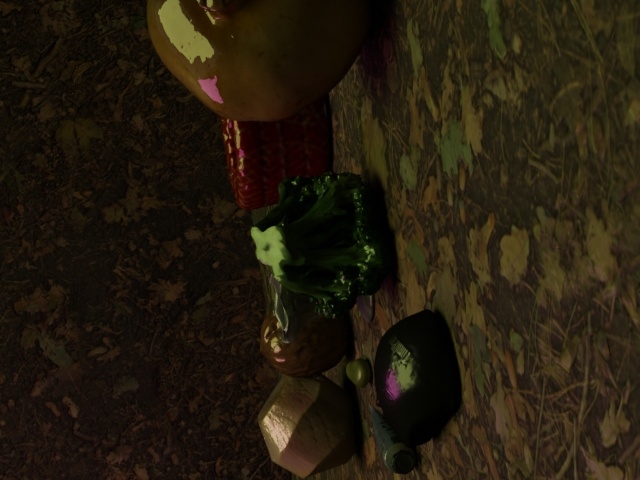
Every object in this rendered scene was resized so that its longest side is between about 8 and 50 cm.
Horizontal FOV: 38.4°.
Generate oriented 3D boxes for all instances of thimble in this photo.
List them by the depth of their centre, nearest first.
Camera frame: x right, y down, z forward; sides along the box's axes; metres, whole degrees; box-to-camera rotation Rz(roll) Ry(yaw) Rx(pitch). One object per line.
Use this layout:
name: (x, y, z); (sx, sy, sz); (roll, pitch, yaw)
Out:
thimble: (-0.112, -0.258, 2.176); (0.350, 0.230, 0.350); (171, 90, -79)

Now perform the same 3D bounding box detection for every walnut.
walnut: (-0.041, 0.225, 2.155); (0.213, 0.213, 0.213); (173, 90, -80)

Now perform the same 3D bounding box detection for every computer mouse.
computer mouse: (0.138, 0.226, 1.474); (0.269, 0.100, 0.170); (100, 162, -60)

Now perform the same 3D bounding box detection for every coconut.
coconut: (-0.020, 0.443, 2.209); (0.259, 0.259, 0.259); (173, 90, -80)

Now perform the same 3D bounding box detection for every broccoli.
broccoli: (0.000, 0.000, 1.712); (0.294, 0.245, 0.265); (49, 132, 23)

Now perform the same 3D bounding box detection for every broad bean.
broad bean: (0.085, 0.285, 1.982); (0.083, 0.045, 0.063); (-173, 88, -72)

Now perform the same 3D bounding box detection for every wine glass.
wine glass: (0.002, 0.119, 1.884); (0.165, 0.196, 0.165); (173, 90, -83)

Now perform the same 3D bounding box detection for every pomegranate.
pomegranate: (-0.107, -0.401, 1.554); (0.411, 0.411, 0.412); (173, 90, -80)

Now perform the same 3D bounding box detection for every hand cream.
hand cream: (0.131, 0.387, 1.766); (0.271, 0.058, 0.091); (-161, 52, -83)
